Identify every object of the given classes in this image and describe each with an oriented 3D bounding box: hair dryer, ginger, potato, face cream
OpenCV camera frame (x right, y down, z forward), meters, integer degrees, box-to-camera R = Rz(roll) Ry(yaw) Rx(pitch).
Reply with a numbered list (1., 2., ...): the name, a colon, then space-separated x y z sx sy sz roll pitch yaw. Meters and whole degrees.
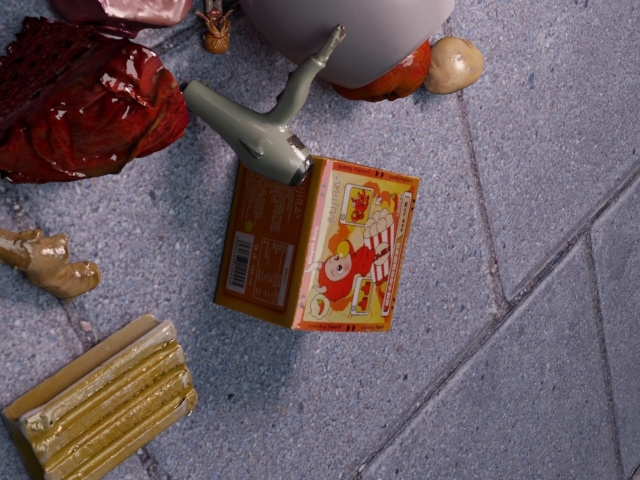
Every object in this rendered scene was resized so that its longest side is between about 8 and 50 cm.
1. hair dryer: -0.097 -0.233 1.424 0.092 0.229 0.267 -48 155 -63
2. ginger: -0.403 0.009 1.287 0.089 0.075 0.288 -45 139 0
3. potato: 0.262 -0.352 1.879 0.147 0.112 0.112 -40 127 -38
4. face cream: 0.013 -0.424 1.419 0.357 0.312 0.219 47 28 -17

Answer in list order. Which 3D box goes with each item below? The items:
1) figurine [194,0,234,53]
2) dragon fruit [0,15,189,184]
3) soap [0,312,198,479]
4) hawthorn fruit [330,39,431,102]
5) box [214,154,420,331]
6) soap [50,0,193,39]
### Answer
1. figurine: -0.165 -0.347 1.467 0.064 0.047 0.109 -5 100 -16
2. dragon fruit: -0.313 -0.192 1.194 0.302 0.330 0.240 -34 102 -34
3. soap: -0.326 0.252 1.424 0.274 0.089 0.173 -35 126 -35
4. hawthorn fruit: 0.097 -0.355 1.646 0.197 0.197 0.225 -13 96 -45
5. box: 0.000 0.000 1.614 0.260 0.214 0.283 7 96 -46
6. soap: -0.284 -0.433 1.255 0.220 0.127 0.324 -12 110 -43
